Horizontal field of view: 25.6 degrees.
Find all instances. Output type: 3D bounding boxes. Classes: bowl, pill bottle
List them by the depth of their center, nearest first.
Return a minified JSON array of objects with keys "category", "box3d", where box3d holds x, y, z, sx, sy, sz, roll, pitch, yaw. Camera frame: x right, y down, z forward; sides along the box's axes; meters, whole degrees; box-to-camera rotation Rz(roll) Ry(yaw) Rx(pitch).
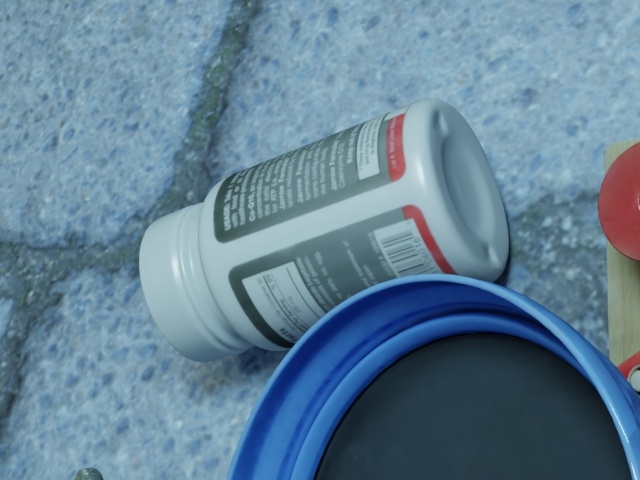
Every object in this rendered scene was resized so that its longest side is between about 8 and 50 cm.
[{"category":"bowl","box3d":[0.080,0.221,0.982,0.391,0.077,0.391,-17,66,43]},{"category":"pill bottle","box3d":[0.000,0.000,1.189,0.283,0.161,0.161,-19,53,25]}]

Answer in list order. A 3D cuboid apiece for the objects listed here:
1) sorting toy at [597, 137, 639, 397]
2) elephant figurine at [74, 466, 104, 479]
[{"category":"sorting toy","box3d":[0.296,0.036,0.938,0.255,0.089,0.257,-8,76,39]},{"category":"elephant figurine","box3d":[-0.147,0.331,1.103,0.169,0.186,0.239,10,34,3]}]
